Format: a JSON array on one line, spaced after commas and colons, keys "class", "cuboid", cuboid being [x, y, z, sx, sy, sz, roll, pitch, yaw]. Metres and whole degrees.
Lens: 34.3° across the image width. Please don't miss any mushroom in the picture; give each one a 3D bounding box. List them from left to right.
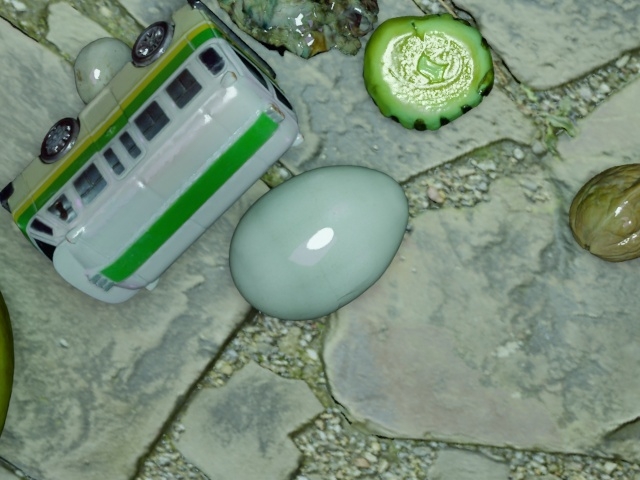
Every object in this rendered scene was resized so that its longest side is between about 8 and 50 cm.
[{"class": "mushroom", "cuboid": [-0.241, -0.181, 1.143, 0.079, 0.085, 0.085, 10, 102, 36]}]

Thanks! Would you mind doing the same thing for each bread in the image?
[{"class": "bread", "cuboid": [0.116, -0.186, 1.129, 0.139, 0.071, 0.130, -22, 96, 4]}]

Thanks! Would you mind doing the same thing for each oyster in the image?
[{"class": "oyster", "cuboid": [-0.022, -0.324, 1.103, 0.198, 0.092, 0.259, 8, 103, 4]}]

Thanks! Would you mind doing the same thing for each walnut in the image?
[{"class": "walnut", "cuboid": [0.334, -0.033, 1.140, 0.124, 0.105, 0.105, -41, 97, 2]}]

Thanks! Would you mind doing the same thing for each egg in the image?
[{"class": "egg", "cuboid": [0.000, 0.000, 1.123, 0.209, 0.151, 0.151, -29, 98, 5]}]

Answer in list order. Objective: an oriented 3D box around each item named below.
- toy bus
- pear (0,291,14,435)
[{"class": "toy bus", "cuboid": [-0.172, -0.078, 1.077, 0.305, 0.179, 0.143, -43, 135, 8]}, {"class": "pear", "cuboid": [-0.497, 0.141, 1.066, 0.352, 0.352, 0.413, 3, 84, 1]}]
